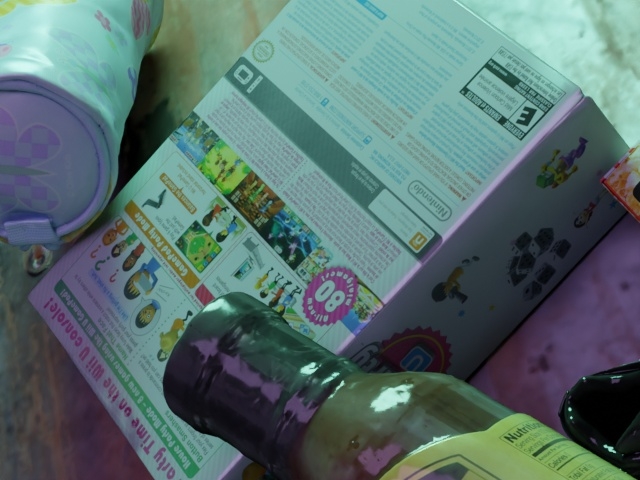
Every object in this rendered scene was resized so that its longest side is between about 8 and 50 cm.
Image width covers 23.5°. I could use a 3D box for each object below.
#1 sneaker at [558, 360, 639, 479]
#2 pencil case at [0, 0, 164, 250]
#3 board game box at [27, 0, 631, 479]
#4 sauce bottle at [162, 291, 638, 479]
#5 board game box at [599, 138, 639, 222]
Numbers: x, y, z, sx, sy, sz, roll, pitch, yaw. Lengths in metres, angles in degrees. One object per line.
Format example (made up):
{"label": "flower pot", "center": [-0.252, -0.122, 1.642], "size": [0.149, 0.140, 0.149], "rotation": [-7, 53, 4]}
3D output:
{"label": "sneaker", "center": [0.178, 0.097, 0.696], "size": [0.152, 0.084, 0.058], "rotation": [15, 73, 41]}
{"label": "pencil case", "center": [-0.170, -0.108, 1.004], "size": [0.114, 0.124, 0.273], "rotation": [-16, 31, 11]}
{"label": "board game box", "center": [0.000, 0.000, 0.883], "size": [0.303, 0.097, 0.224], "rotation": [-46, 46, 3]}
{"label": "sauce bottle", "center": [0.075, 0.131, 0.682], "size": [0.344, 0.111, 0.111], "rotation": [28, 82, 29]}
{"label": "board game box", "center": [0.242, -0.020, 0.730], "size": [0.146, 0.045, 0.193], "rotation": [-49, 45, 16]}
